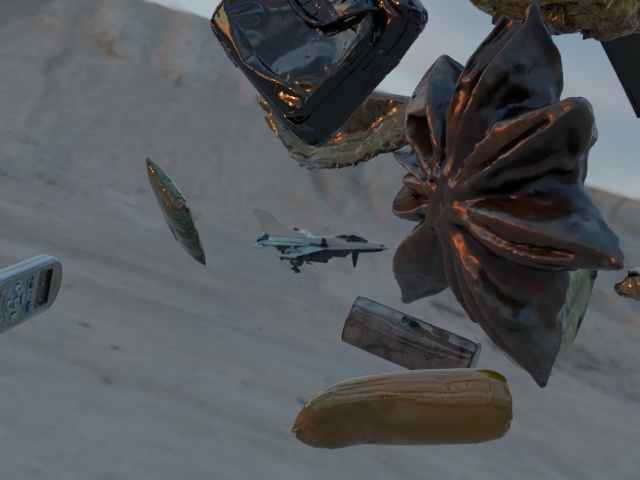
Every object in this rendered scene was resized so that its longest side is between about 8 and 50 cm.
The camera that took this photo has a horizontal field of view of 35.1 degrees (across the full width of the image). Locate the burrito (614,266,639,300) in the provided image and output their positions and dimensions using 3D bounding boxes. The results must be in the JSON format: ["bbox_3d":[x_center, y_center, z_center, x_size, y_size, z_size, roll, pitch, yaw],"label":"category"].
[{"bbox_3d":[0.587,0.068,1.679,0.058,0.063,0.229,28,-21,-24],"label":"burrito"}]

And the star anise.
[{"bbox_3d":[0.142,-0.027,0.847,0.108,0.316,0.315,-7,11,-26],"label":"star anise"}]

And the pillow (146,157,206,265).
[{"bbox_3d":[-0.227,-0.041,1.591,0.113,0.038,0.203,52,-13,24],"label":"pillow"}]

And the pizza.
[{"bbox_3d":[0.275,-0.262,1.107,0.226,0.086,0.335,12,6,-11],"label":"pizza"}]

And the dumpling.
[{"bbox_3d":[0.026,-0.182,1.690,0.332,0.166,0.086,17,-7,31],"label":"dumpling"}]

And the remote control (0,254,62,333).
[{"bbox_3d":[-0.433,0.075,1.438,0.047,0.087,0.244,11,10,8],"label":"remote control"}]

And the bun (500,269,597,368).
[{"bbox_3d":[0.382,0.091,1.835,0.179,0.283,0.283,19,0,28],"label":"bun"}]

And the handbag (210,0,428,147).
[{"bbox_3d":[-0.012,-0.288,1.335,0.088,0.244,0.275,21,28,-53],"label":"handbag"}]

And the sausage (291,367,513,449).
[{"bbox_3d":[0.128,0.273,1.640,0.353,0.116,0.134,-2,-44,-3],"label":"sausage"}]

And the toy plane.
[{"bbox_3d":[-0.009,0.014,1.685,0.234,0.082,0.160,16,18,3],"label":"toy plane"}]

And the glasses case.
[{"bbox_3d":[0.195,0.222,2.203,0.299,0.114,0.060,20,-1,24],"label":"glasses case"}]

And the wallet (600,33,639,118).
[{"bbox_3d":[0.512,-0.357,1.602,0.172,0.045,0.318,-21,-70,40],"label":"wallet"}]
